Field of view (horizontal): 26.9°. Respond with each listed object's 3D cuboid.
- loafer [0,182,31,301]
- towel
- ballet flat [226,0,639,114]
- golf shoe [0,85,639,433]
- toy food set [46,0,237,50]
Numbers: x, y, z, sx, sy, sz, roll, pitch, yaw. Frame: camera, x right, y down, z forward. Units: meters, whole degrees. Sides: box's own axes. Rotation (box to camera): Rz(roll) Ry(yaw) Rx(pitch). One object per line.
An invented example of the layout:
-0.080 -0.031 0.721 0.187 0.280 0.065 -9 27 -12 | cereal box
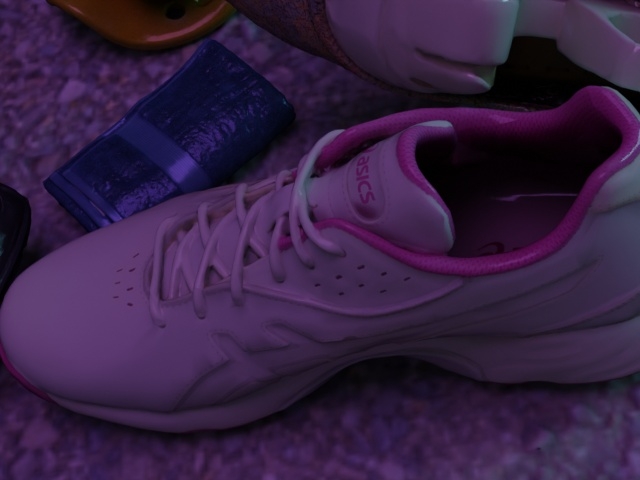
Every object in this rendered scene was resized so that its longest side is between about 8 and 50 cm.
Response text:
-0.211 0.055 0.593 0.223 0.078 0.076 -57 22 -21 | loafer
-0.074 -0.046 0.665 0.119 0.029 0.067 -41 58 -14 | towel
0.099 -0.095 0.554 0.316 0.107 0.106 10 26 1 | ballet flat
0.000 0.000 0.551 0.306 0.140 0.115 -10 59 9 | golf shoe
-0.102 -0.213 0.735 0.128 0.071 0.218 -8 65 0 | toy food set
